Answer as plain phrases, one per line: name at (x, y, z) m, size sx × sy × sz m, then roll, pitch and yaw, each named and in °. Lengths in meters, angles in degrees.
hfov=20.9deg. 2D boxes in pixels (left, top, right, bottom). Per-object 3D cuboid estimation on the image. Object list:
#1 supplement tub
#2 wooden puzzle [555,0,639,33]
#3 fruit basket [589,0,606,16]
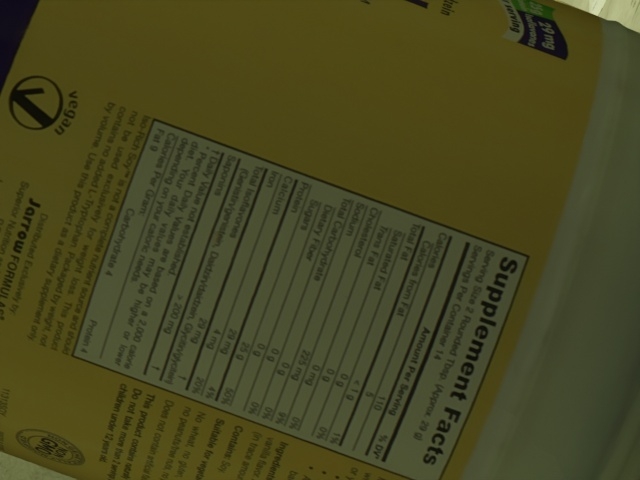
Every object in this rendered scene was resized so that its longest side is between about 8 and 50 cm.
supplement tub at (0.000, 0.000, 0.681) m, size 0.241 × 0.331 × 0.241 m, roll -160°, pitch 90°, yaw -89°
wooden puzzle at (0.131, -0.027, 1.034) m, size 0.239 × 0.044 × 0.221 m, roll -127°, pitch 55°, yaw -71°
fruit basket at (0.246, -0.369, 1.132) m, size 0.327 × 0.165 × 0.353 m, roll 111°, pitch 163°, yaw -59°
